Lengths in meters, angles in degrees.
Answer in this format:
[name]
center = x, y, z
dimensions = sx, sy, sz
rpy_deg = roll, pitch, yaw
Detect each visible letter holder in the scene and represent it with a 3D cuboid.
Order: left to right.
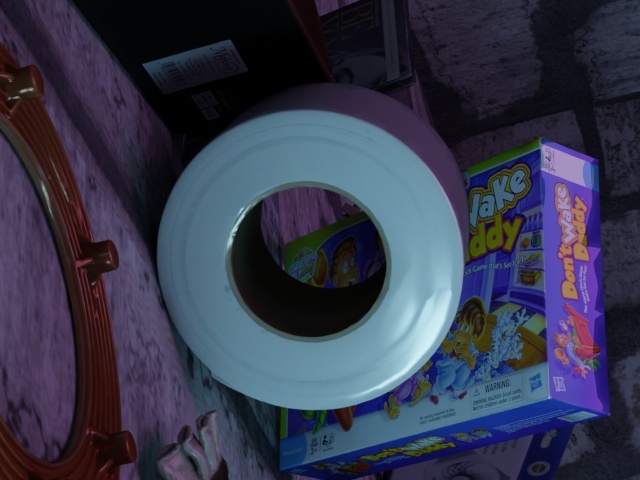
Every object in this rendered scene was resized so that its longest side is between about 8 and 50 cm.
[letter holder]
center = -0.111, -0.257, 1.449
dimensions = 0.302, 0.152, 0.214
rpy_deg = 56, 21, -65

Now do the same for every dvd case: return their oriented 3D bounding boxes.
[dvd case]
center = -0.021, -0.151, 1.603
dimensions = 0.164, 0.221, 0.018
rpy_deg = -90, 156, -54

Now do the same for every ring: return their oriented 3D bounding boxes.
[ring]
center = -0.172, 0.024, 1.044
dimensions = 0.336, 0.032, 0.337
rpy_deg = -14, 90, -81

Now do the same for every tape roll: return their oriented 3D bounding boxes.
[tape roll]
center = 0.000, 0.000, 1.444
dimensions = 0.169, 0.246, 0.246
rpy_deg = -64, 139, -77

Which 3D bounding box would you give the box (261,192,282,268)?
[box]
center = -0.074, -0.058, 1.716
dimensions = 0.145, 0.038, 0.186
rpy_deg = 68, 14, -45

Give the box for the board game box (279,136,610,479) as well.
[board game box]
center = 0.102, 0.074, 1.594
dimensions = 0.078, 0.347, 0.233
rpy_deg = 18, 63, -37

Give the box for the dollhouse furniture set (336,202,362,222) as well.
[dollhouse furniture set]
center = 0.083, 0.080, 2.289
dimensions = 0.286, 0.198, 0.303
rpy_deg = 32, -1, 44

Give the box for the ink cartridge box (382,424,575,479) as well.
[ink cartridge box]
center = 0.204, 0.246, 2.155
dimensions = 0.045, 0.224, 0.223
rpy_deg = -94, -169, -45

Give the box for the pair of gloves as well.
[pair of gloves]
center = -0.082, 0.241, 1.203
dimensions = 0.240, 0.042, 0.204
rpy_deg = -63, 142, -75
